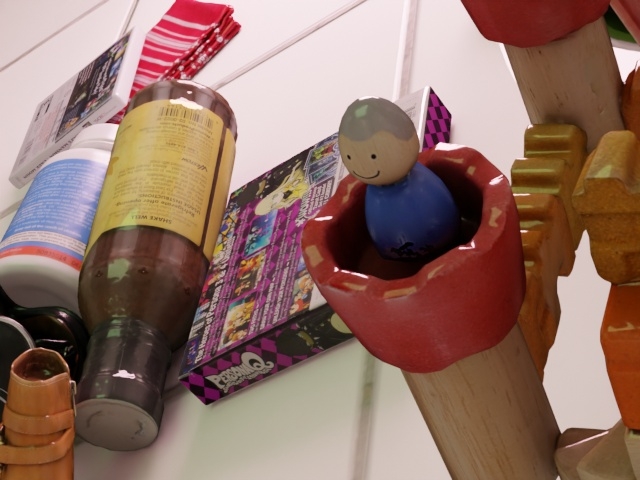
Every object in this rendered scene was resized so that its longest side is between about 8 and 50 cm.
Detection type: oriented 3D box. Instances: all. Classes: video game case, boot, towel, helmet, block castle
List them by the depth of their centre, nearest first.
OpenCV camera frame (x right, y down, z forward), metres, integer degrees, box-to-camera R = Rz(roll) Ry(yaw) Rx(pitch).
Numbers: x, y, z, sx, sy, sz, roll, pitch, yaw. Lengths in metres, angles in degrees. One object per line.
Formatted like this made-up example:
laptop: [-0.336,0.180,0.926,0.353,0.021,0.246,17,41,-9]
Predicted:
block castle: [0.239,-0.051,0.549,0.453,0.212,0.303,-2,43,28]
boot: [-0.199,0.170,0.983,0.197,0.073,0.152,-141,57,-65]
video game case: [0.000,0.000,1.090,0.210,0.042,0.232,-27,30,27]
helmet: [-0.283,0.102,1.142,0.162,0.169,0.169,17,53,14]
video game case: [-0.282,-0.158,1.654,0.173,0.022,0.190,-35,25,21]
towel: [-0.223,-0.182,1.663,0.275,0.031,0.199,-46,27,-8]

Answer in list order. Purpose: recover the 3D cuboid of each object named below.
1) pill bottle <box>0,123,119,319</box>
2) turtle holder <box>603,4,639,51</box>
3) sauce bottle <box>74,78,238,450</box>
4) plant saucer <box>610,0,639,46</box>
pill bottle: [-0.219,-0.007,1.297,0.124,0.124,0.221,-23,33,32]
turtle holder: [0.276,-0.243,0.923,0.320,0.243,0.227,9,73,6]
sauce bottle: [-0.141,0.013,1.171,0.111,0.111,0.344,-25,37,30]
plant saucer: [0.291,-0.175,0.783,0.258,0.259,0.048,-35,-2,13]
